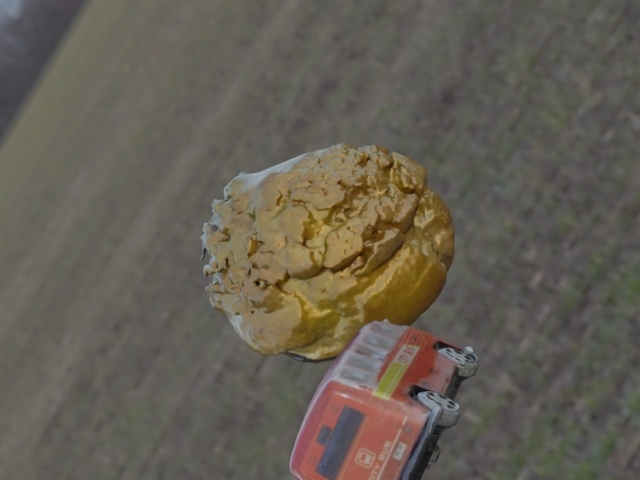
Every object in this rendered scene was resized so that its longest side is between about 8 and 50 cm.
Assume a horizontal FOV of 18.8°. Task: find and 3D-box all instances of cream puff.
[{"bbox_3d":[0.000,0.000,1.397,0.189,0.129,0.189,-22,26,11],"label":"cream puff"}]

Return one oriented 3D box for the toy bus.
[{"bbox_3d":[0.036,0.095,1.070,0.174,0.077,0.079,-50,-17,-74],"label":"toy bus"}]
